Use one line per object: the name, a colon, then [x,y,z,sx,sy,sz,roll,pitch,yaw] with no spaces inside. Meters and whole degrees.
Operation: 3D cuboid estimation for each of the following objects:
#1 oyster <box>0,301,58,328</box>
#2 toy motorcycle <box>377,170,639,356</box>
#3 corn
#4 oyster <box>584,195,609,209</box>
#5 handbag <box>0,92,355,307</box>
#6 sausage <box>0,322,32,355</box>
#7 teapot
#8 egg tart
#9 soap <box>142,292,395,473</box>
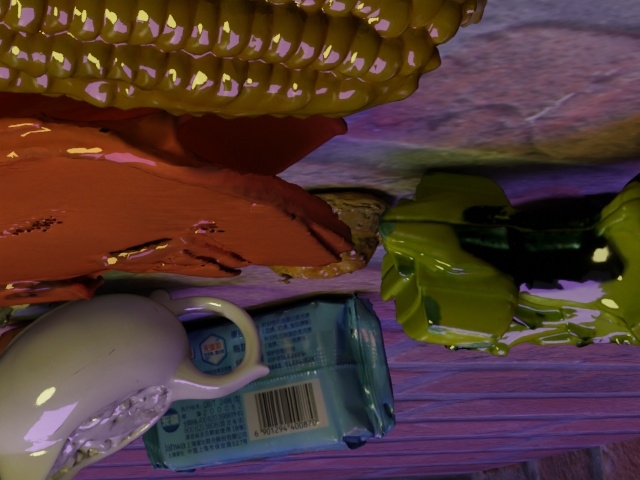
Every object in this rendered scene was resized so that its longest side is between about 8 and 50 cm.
oyster: [-0.293,0.048,1.143,0.106,0.061,0.200,-28,167,-2]
toy motorcycle: [0.211,0.010,0.933,0.342,0.142,0.206,-2,132,6]
corn: [-0.106,-0.107,0.481,0.363,0.120,0.120,1,164,-19]
oyster: [0.206,0.026,1.173,0.223,0.083,0.214,-8,164,35]
handbag: [-0.212,-0.026,0.742,0.410,0.116,0.303,-10,164,16]
sausage: [-0.245,0.108,1.326,0.169,0.065,0.065,-5,165,-1]
teapot: [-0.196,0.136,1.207,0.298,0.139,0.204,-34,156,-12]
egg tart: [0.000,0.000,1.044,0.130,0.052,0.130,-8,165,-2]
soap: [-0.064,0.154,1.390,0.293,0.156,0.077,-13,172,28]
